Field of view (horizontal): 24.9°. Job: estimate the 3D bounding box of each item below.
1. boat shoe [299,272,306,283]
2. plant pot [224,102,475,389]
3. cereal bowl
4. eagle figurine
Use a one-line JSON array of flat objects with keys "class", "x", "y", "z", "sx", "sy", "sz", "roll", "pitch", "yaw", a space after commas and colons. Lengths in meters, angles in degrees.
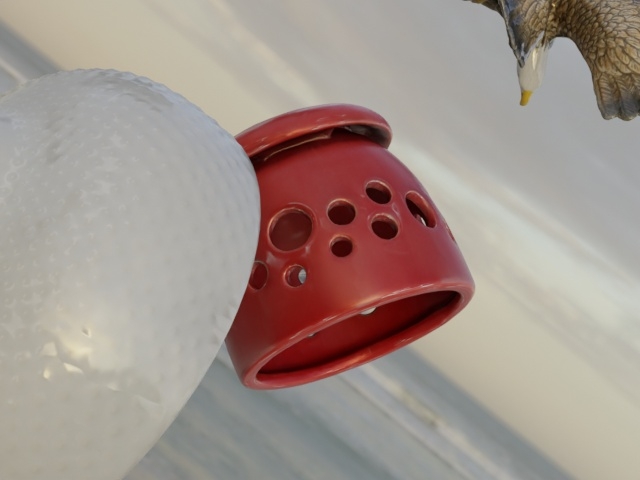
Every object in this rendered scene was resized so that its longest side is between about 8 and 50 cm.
[{"class": "boat shoe", "x": -0.048, "y": 0.066, "z": 1.402, "sx": 0.070, "sy": 0.077, "sz": 0.219, "roll": -7, "pitch": -7, "yaw": -29}, {"class": "plant pot", "x": 0.000, "y": 0.000, "z": 1.100, "sx": 0.191, "sy": 0.191, "sz": 0.174, "roll": 43, "pitch": 25, "yaw": -74}, {"class": "cereal bowl", "x": -0.206, "y": 0.022, "z": 0.893, "sx": 0.141, "sy": 0.339, "sz": 0.339, "roll": 44, "pitch": -4, "yaw": -34}, {"class": "eagle figurine", "x": 0.251, "y": -0.247, "z": 1.557, "sx": 0.298, "sy": 0.226, "sz": 0.225, "roll": -143, "pitch": -149, "yaw": -71}]
